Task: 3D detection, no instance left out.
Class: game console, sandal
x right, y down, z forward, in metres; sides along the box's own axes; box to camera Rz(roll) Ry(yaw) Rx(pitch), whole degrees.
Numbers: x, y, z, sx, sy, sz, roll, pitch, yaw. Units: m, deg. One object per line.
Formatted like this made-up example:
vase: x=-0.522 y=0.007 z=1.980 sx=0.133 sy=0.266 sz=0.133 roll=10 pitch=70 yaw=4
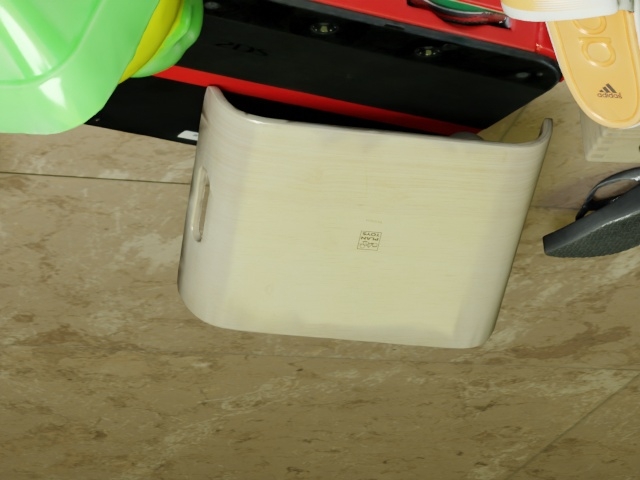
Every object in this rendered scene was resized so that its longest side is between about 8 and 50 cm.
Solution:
game console: x=-0.015 y=-0.149 z=1.522 sx=0.386 sy=0.060 sz=0.342 roll=10 pitch=161 yaw=-26
sandal: x=0.183 y=-0.171 z=1.298 sx=0.102 sy=0.076 sz=0.265 roll=3 pitch=133 yaw=36
sandal: x=0.334 y=-0.048 z=1.807 sx=0.254 sy=0.055 sz=0.097 roll=-31 pitch=153 yaw=32

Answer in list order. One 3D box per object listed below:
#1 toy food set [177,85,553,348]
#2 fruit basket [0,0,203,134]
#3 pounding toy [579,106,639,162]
toy food set: x=0.037 y=-0.025 z=1.573 sx=0.306 sy=0.092 sz=0.220 roll=5 pitch=125 yaw=-10
fruit basket: x=-0.220 y=-0.169 z=1.128 sx=0.392 sy=0.283 sz=0.392 roll=17 pitch=152 yaw=10
pounding toy: x=0.323 y=-0.112 z=1.461 sx=0.206 sy=0.181 sz=0.094 roll=1 pitch=157 yaw=-9
